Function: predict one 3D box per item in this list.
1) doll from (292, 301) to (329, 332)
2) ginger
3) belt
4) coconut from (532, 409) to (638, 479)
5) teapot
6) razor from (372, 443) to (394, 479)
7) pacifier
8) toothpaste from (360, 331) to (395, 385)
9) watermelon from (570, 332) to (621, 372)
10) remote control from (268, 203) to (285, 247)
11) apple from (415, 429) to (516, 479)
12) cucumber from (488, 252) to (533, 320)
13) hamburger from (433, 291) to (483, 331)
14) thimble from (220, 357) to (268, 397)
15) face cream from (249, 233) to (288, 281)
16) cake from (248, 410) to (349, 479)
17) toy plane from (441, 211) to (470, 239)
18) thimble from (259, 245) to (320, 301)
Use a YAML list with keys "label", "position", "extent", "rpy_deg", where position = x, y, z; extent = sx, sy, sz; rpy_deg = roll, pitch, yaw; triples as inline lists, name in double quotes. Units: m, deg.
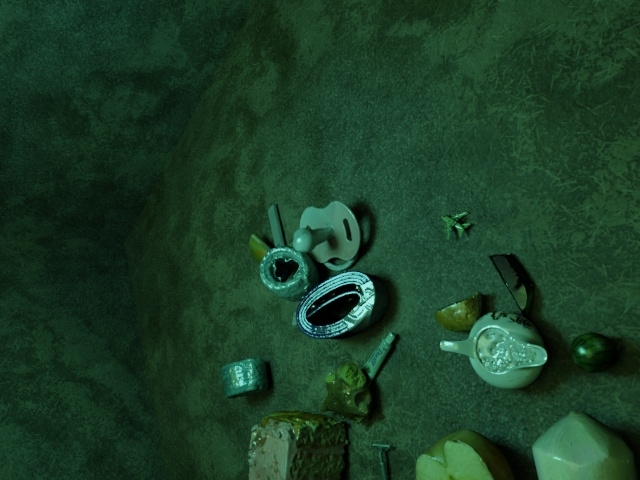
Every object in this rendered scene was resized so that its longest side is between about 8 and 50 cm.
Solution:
- label: "doll"
  position: [-0.030, 0.295, 1.958]
  extent: [0.217, 0.085, 0.183]
  rpy_deg: [10, 81, 56]
- label: "ginger"
  position: [0.089, 0.573, 1.753]
  extent: [0.219, 0.123, 0.270]
  rpy_deg: [53, 143, 21]
- label: "belt"
  position: [0.075, 0.243, 1.759]
  extent: [0.346, 0.117, 0.213]
  rpy_deg: [-30, 63, 24]
- label: "coconut"
  position: [0.604, 0.512, 1.105]
  extent: [0.224, 0.224, 0.234]
  rpy_deg: [-29, 64, 42]
- label: "teapot"
  position: [0.481, 0.301, 1.322]
  extent: [0.299, 0.165, 0.209]
  rpy_deg: [-8, 89, 38]
- label: "razor"
  position: [0.218, 0.800, 1.623]
  extent: [0.084, 0.035, 0.212]
  rpy_deg: [-22, 67, 47]
- label: "pacifier"
  position: [0.017, -0.023, 1.864]
  extent: [0.331, 0.273, 0.221]
  rpy_deg: [-8, 61, 47]
- label: "toothpaste"
  position: [0.200, 0.425, 1.710]
  extent: [0.067, 0.037, 0.256]
  rpy_deg: [47, 122, 36]
- label: "watermelon"
  position: [0.661, 0.270, 1.160]
  extent: [0.108, 0.108, 0.109]
  rpy_deg: [-11, 76, 48]
- label: "remote control"
  position: [-0.202, -0.048, 2.256]
  extent: [0.067, 0.029, 0.261]
  rpy_deg: [-44, 51, 45]
- label: "apple"
  position: [0.420, 0.651, 1.320]
  extent: [0.251, 0.163, 0.293]
  rpy_deg: [59, 140, 24]
- label: "cucumber"
  position: [0.549, 0.115, 1.357]
  extent: [0.070, 0.046, 0.220]
  rpy_deg: [-40, 55, 28]
- label: "hamburger"
  position: [0.422, 0.229, 1.446]
  extent: [0.176, 0.087, 0.102]
  rpy_deg: [-34, 57, 37]
- label: "thimble"
  position: [-0.338, 0.619, 2.167]
  extent: [0.235, 0.198, 0.143]
  rpy_deg: [-39, 58, 45]
- label: "face cream"
  position: [-0.238, 0.086, 2.224]
  extent: [0.285, 0.067, 0.140]
  rpy_deg: [38, 143, 45]
- label: "cake"
  position: [-0.097, 0.813, 1.793]
  extent: [0.314, 0.292, 0.307]
  rpy_deg: [-14, 71, 54]
- label: "toy plane"
  position: [0.422, -0.056, 1.531]
  extent: [0.102, 0.040, 0.111]
  rpy_deg: [-52, 47, 4]
- label: "thimble"
  position: [-0.117, 0.140, 1.972]
  extent: [0.250, 0.172, 0.205]
  rpy_deg: [22, 75, 32]
